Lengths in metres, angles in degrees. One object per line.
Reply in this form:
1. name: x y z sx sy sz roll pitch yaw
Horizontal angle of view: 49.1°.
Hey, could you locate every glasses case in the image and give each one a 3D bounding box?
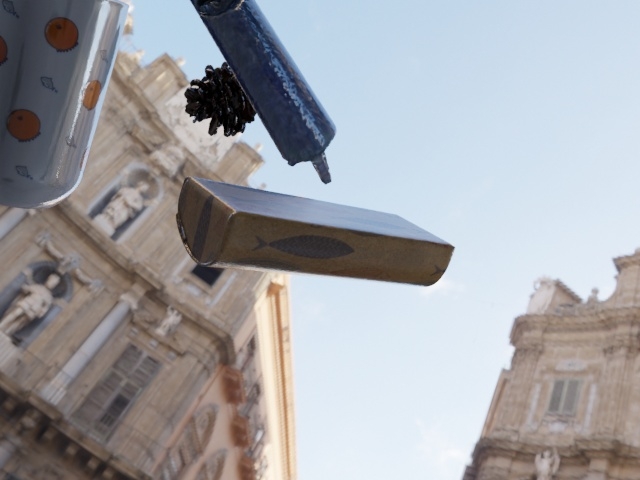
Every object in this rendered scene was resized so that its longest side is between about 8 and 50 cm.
1. glasses case: 0.000 0.000 0.431 0.064 0.169 0.041 35 -68 49

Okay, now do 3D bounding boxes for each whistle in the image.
1. whistle: -0.064 -0.185 0.688 0.304 0.062 0.062 60 -34 24

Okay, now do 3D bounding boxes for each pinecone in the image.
1. pinecone: -0.185 -0.256 1.276 0.140 0.120 0.140 23 -59 43

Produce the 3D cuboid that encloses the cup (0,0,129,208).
1. cup: -0.421 -0.217 1.003 0.212 0.212 0.317 22 -78 12
